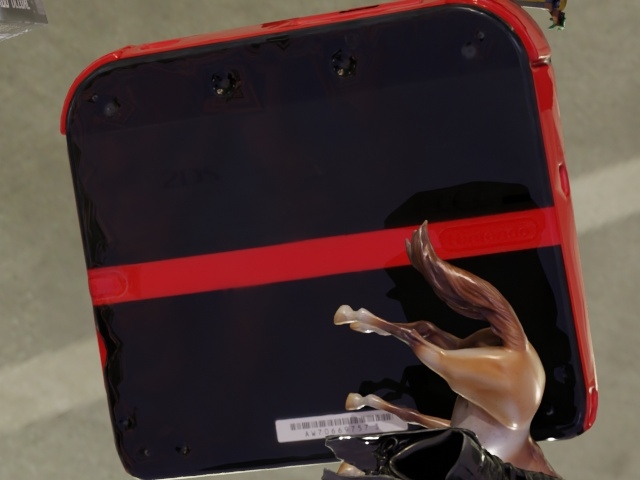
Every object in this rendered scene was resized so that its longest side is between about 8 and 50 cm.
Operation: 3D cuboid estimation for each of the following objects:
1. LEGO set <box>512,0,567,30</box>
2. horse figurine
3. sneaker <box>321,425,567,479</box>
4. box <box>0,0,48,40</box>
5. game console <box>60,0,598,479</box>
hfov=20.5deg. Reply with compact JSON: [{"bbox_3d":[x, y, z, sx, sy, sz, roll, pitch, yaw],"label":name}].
[{"bbox_3d":[0.238,-0.352,1.639,0.192,0.255,0.331,2,90,-14],"label":"LEGO set"},{"bbox_3d":[0.098,0.112,1.254,0.066,0.174,0.263,-62,159,-45],"label":"horse figurine"},{"bbox_3d":[0.089,0.144,1.019,0.170,0.051,0.089,1,143,9],"label":"sneaker"},{"bbox_3d":[-0.468,-0.215,1.874,0.307,0.076,0.242,-19,-177,10],"label":"box"},{"bbox_3d":[0.000,0.000,1.348,0.386,0.342,0.060,-8,-173,16],"label":"game console"}]
